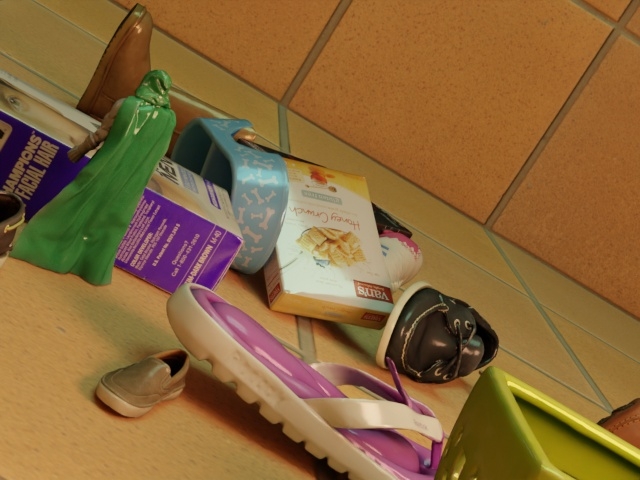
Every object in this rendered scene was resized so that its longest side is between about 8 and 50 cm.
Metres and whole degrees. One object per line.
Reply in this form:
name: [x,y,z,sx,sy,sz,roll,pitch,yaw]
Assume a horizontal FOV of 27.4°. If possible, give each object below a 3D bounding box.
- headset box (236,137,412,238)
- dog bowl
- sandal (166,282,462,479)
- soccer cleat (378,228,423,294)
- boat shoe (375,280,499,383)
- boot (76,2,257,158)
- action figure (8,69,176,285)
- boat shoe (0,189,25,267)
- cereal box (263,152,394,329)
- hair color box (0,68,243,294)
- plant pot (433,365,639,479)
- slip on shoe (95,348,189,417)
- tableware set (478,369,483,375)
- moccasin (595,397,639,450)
headset box: [-0.022,-0.045,2.073,0.218,0.110,0.293,39,13,31]
dog bowl: [-0.134,-0.070,1.772,0.074,0.166,0.297,14,19,-27]
sandal: [0.035,0.159,1.288,0.416,0.102,0.169,36,10,-20]
soccer cleat: [0.067,0.057,1.932,0.331,0.116,0.143,9,37,-55]
boat shoe: [0.169,0.138,1.771,0.113,0.127,0.340,24,-2,19]
boot: [-0.219,-0.223,2.051,0.270,0.236,0.089,28,46,-11]
action figure: [-0.214,-0.072,1.339,0.063,0.232,0.137,40,12,35]
boat shoe: [-0.343,-0.016,1.164,0.081,0.068,0.228,35,11,14]
cereal box: [0.000,0.000,1.762,0.173,0.047,0.240,11,47,-28]
hair color box: [-0.264,-0.067,1.517,0.339,0.110,0.185,27,13,-19]
plant pot: [0.187,0.265,1.043,0.227,0.207,0.228,30,12,-9]
slip on shoe: [-0.152,0.122,1.160,0.051,0.041,0.135,36,11,17]
tableware set: [0.288,0.256,1.812,0.128,0.039,0.194,26,12,-19]
moccasin: [0.436,0.363,1.502,0.380,0.147,0.139,53,-2,8]
